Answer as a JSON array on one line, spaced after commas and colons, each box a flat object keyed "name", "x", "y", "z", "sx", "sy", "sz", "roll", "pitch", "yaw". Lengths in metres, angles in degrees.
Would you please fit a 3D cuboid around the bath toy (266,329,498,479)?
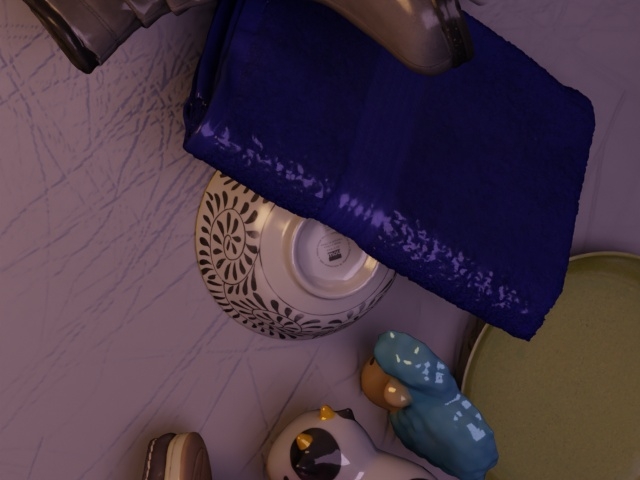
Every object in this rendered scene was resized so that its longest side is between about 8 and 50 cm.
[{"name": "bath toy", "x": -0.010, "y": 0.231, "z": 1.263, "sx": 0.348, "sy": 0.151, "sz": 0.129, "roll": -53, "pitch": 153, "yaw": -27}]

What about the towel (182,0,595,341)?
[{"name": "towel", "x": 0.051, "y": -0.082, "z": 1.274, "sx": 0.308, "sy": 0.076, "sz": 0.228, "roll": 29, "pitch": 57, "yaw": -19}]

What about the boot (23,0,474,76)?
[{"name": "boot", "x": -0.073, "y": -0.172, "z": 1.155, "sx": 0.222, "sy": 0.338, "sz": 0.118, "roll": -36, "pitch": 147, "yaw": -12}]

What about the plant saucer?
[{"name": "plant saucer", "x": 0.216, "y": 0.124, "z": 1.427, "sx": 0.241, "sy": 0.037, "sz": 0.241, "roll": -4, "pitch": 101, "yaw": -20}]

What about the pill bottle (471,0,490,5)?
[{"name": "pill bottle", "x": 0.084, "y": -0.225, "z": 1.301, "sx": 0.120, "sy": 0.067, "sz": 0.067, "roll": 29, "pitch": 89, "yaw": -22}]

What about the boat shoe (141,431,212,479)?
[{"name": "boat shoe", "x": -0.139, "y": 0.279, "z": 1.294, "sx": 0.092, "sy": 0.103, "sz": 0.285, "roll": 7, "pitch": 93, "yaw": 13}]

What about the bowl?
[{"name": "bowl", "x": 0.000, "y": 0.000, "z": 1.304, "sx": 0.170, "sy": 0.080, "sz": 0.170, "roll": -4, "pitch": 101, "yaw": -20}]
